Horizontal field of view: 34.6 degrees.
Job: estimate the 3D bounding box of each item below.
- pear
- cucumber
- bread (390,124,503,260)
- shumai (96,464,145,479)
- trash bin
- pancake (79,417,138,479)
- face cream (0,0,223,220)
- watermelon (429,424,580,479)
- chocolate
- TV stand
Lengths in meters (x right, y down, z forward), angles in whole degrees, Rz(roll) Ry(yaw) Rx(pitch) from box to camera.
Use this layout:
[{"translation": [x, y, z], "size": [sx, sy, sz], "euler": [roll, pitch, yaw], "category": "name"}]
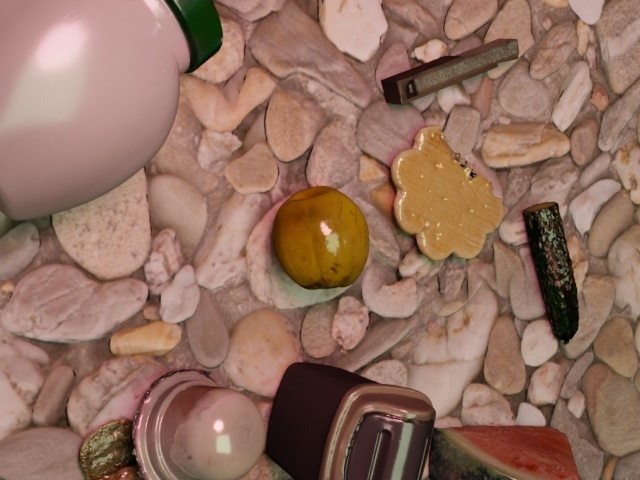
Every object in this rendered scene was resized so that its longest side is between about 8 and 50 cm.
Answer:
[{"translation": [0.000, 0.000, 1.569], "size": [0.149, 0.149, 0.162], "euler": [-16, 100, -28], "category": "pear"}, {"translation": [0.435, 0.068, 1.893], "size": [0.067, 0.067, 0.293], "euler": [-27, 112, -24], "category": "cucumber"}, {"translation": [0.203, -0.068, 1.742], "size": [0.251, 0.039, 0.182], "euler": [45, 76, -29], "category": "bread"}, {"translation": [-0.277, 0.439, 1.485], "size": [0.209, 0.153, 0.161], "euler": [-42, 130, -17], "category": "shumai"}, {"translation": [0.048, 0.304, 1.571], "size": [0.182, 0.290, 0.209], "euler": [11, 93, -32], "category": "trash bin"}, {"translation": [-0.307, 0.312, 1.519], "size": [0.108, 0.017, 0.108], "euler": [-6, 103, -30], "category": "pancake"}, {"translation": [-0.317, -0.217, 1.295], "size": [0.357, 0.219, 0.312], "euler": [-43, 117, -18], "category": "face cream"}, {"translation": [0.353, 0.419, 1.842], "size": [0.250, 0.283, 0.292], "euler": [52, 45, -42], "category": "watermelon"}, {"translation": [-0.151, 0.287, 1.505], "size": [0.221, 0.147, 0.221], "euler": [11, 76, -52], "category": "chocolate"}, {"translation": [0.219, -0.285, 1.705], "size": [0.256, 0.049, 0.040], "euler": [-24, 112, -26], "category": "TV stand"}]
